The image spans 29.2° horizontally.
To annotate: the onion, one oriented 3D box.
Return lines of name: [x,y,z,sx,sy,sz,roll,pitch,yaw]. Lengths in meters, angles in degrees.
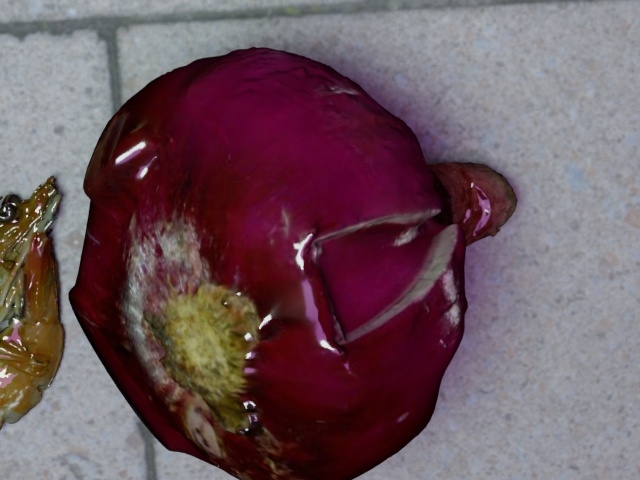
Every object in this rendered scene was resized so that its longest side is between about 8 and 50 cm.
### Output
onion: [0.000,0.000,1.121,0.420,0.398,0.398,-33,109,-37]

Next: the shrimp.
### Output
shrimp: [-0.319,0.068,1.233,0.154,0.062,0.294,21,106,-20]
